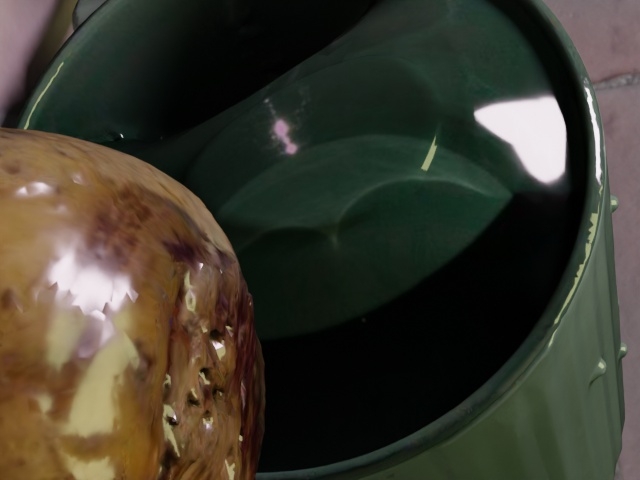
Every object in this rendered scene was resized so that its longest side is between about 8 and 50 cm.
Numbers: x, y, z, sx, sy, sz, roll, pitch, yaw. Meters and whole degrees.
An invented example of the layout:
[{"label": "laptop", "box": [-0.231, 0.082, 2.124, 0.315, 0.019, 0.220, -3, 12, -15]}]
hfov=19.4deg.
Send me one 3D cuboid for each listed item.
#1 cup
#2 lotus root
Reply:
[{"label": "cup", "box": [0.024, 0.000, 1.077, 0.392, 0.310, 0.401, 60, 29, -62]}, {"label": "lotus root", "box": [-0.125, 0.064, 0.721, 0.272, 0.192, 0.272, -8, 90, -81]}]
